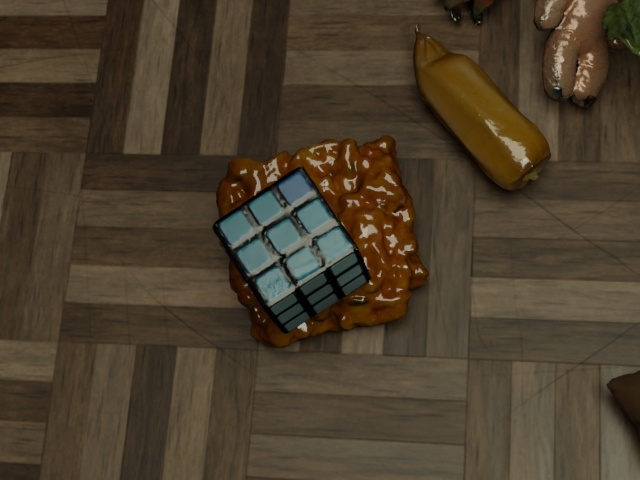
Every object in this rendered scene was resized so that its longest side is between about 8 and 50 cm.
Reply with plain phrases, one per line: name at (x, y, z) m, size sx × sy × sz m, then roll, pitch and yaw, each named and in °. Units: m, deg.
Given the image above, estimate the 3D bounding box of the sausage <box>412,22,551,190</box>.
sausage at (0.242, -0.221, 1.921) m, size 0.112 × 0.112 × 0.328 m, roll -36°, pitch 70°, yaw -5°

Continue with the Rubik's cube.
Rubik's cube at (-0.040, 0.017, 1.739) m, size 0.160 × 0.163 × 0.162 m, roll -33°, pitch 69°, yaw -2°

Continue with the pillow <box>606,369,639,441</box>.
pillow at (0.609, 0.294, 1.690) m, size 0.305 × 0.108 × 0.308 m, roll -20°, pitch 70°, yaw 3°

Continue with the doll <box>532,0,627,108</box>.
doll at (0.408, -0.369, 1.946) m, size 0.201 × 0.156 × 0.303 m, roll 13°, pitch 87°, yaw -32°

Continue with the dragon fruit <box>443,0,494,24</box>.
dragon fruit at (0.259, -0.448, 1.990) m, size 0.142 × 0.121 × 0.130 m, roll -25°, pitch 61°, yaw 25°

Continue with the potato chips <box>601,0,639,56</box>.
potato chips at (0.639, -0.378, 1.793) m, size 0.373 × 0.097 × 0.389 m, roll -3°, pitch 25°, yaw 39°

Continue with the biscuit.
biscuit at (0.000, 0.000, 1.878) m, size 0.312 × 0.110 × 0.318 m, roll -13°, pitch 70°, yaw 2°
